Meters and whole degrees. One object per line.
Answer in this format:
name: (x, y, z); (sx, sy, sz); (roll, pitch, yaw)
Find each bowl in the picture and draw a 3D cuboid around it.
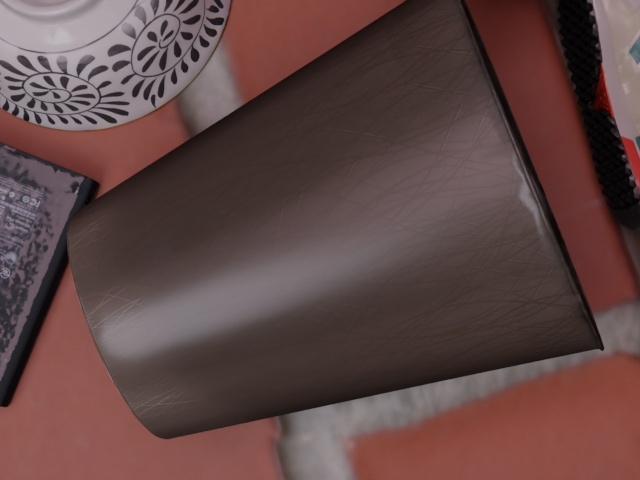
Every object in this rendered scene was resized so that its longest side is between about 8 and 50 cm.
bowl: (-0.137, -0.149, 0.997); (0.170, 0.080, 0.170); (-1, 83, 7)

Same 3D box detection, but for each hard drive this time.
hard drive: (-0.191, 0.013, 1.014); (0.094, 0.022, 0.135); (22, 87, 9)

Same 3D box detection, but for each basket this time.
basket: (0.000, 0.000, 0.930); (0.226, 0.154, 0.204); (-22, 85, 8)

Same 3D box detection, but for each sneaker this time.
sneaker: (0.177, -0.089, 0.968); (0.075, 0.057, 0.161); (-10, 81, -11)
